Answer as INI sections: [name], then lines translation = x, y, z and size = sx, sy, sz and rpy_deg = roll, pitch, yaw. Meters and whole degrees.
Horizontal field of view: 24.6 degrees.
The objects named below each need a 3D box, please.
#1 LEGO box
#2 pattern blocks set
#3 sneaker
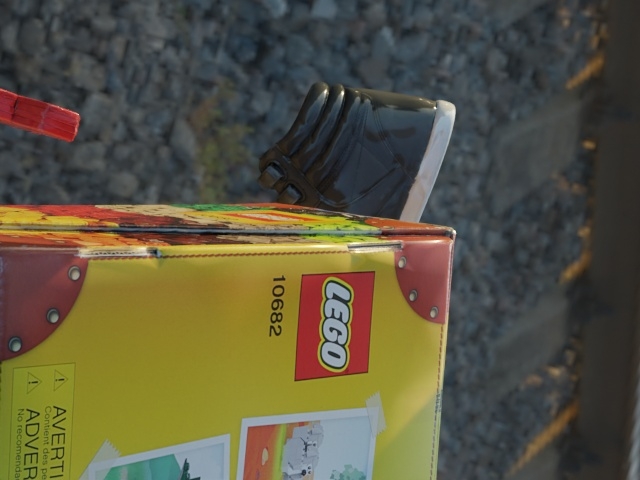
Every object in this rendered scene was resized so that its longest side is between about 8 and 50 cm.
[LEGO box]
translation = -0.116, 0.230, 0.941
size = 0.372, 0.193, 0.500
rpy_deg = -1, 97, -45
[pattern blocks set]
translation = -0.336, -0.119, 0.925
size = 0.285, 0.325, 0.026
rpy_deg = 19, 87, -46
[sneaker]
translation = 0.000, 0.000, 1.257
size = 0.104, 0.147, 0.295
rpy_deg = 176, -67, -87
